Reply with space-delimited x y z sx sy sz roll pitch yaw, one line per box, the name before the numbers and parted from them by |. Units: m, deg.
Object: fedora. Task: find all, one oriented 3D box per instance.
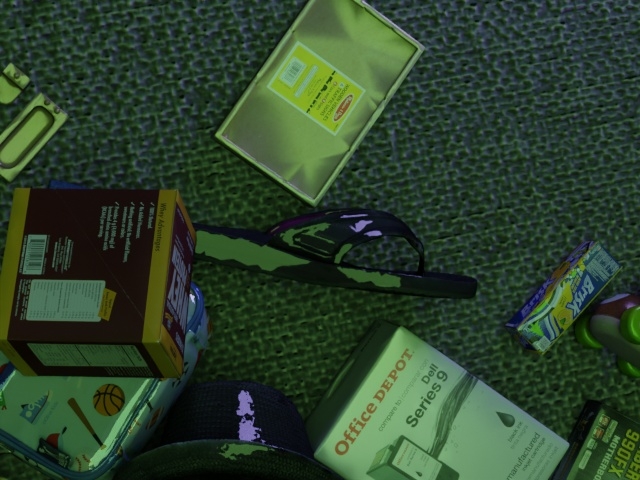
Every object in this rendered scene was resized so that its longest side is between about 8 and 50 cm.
fedora | -0.100 0.272 1.666 0.334 0.334 0.153 9 57 -12

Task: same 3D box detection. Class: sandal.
sandal | -0.001 0.000 1.742 0.445 0.167 0.107 11 93 -11

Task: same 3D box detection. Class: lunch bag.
lunch bag | -0.295 0.148 1.669 0.243 0.115 0.303 29 73 14

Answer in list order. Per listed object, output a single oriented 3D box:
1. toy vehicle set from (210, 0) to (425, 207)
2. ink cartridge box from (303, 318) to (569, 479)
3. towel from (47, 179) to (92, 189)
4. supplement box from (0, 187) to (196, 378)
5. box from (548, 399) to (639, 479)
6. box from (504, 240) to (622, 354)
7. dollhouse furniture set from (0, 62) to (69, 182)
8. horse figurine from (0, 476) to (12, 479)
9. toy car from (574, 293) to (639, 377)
toy vehicle set | -0.002 -0.197 1.807 0.166 0.035 0.267 36 84 -10
ink cartridge box | 0.145 0.269 1.800 0.289 0.121 0.211 35 85 -10
towel | -0.302 -0.034 1.752 0.119 0.029 0.067 16 87 -11
supplement box | -0.258 0.050 1.578 0.194 0.129 0.191 1 66 6
box | 0.407 0.365 1.889 0.183 0.056 0.231 29 85 -10
box | 0.334 0.078 1.868 0.054 0.059 0.169 45 82 -8
dollhouse furniture set | -0.414 -0.154 1.679 0.151 0.123 0.144 42 83 -9
horse figurine | -0.325 0.278 1.732 0.174 0.066 0.263 8 83 -9
toy car | 0.466 0.082 1.856 0.149 0.155 0.188 34 75 -10
